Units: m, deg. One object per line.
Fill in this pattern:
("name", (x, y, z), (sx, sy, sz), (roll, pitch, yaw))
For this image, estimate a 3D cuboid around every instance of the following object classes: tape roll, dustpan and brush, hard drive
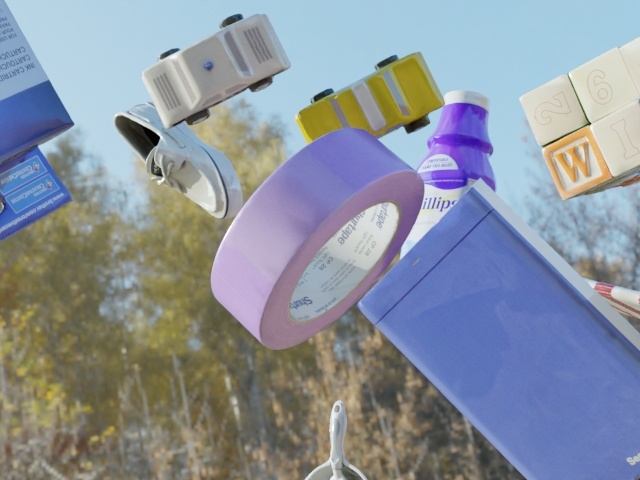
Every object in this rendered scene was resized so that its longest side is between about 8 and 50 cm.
("tape roll", (0.000, 0.000, 1.282), (0.275, 0.090, 0.275), (-39, -22, -20))
("dustpan and brush", (0.024, 0.315, 1.373), (0.147, 0.211, 0.060), (-7, -28, 30))
("hard drive", (0.208, 0.117, 1.080), (0.040, 0.319, 0.210), (-39, -7, -49))

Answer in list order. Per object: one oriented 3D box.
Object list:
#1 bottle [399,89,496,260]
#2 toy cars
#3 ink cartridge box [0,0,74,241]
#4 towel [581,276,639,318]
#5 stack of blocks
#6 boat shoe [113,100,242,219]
("bottle", (0.182, -0.064, 1.465), (0.118, 0.283, 0.092), (-1, -17, 43))
("toy cars", (-0.038, -0.194, 1.361), (0.393, 0.176, 0.087), (14, 2, 3))
("ink cartridge box", (-0.297, -0.133, 0.741), (0.065, 0.311, 0.186), (-17, 15, 39))
("towel", (0.554, 0.108, 1.812), (0.237, 0.037, 0.329), (21, -3, -44))
("stack of blocks", (0.322, -0.133, 0.792), (0.297, 0.087, 0.171), (-27, -9, 34))
("boat shoe", (-0.215, -0.118, 1.575), (0.088, 0.267, 0.096), (-17, -37, -35))
